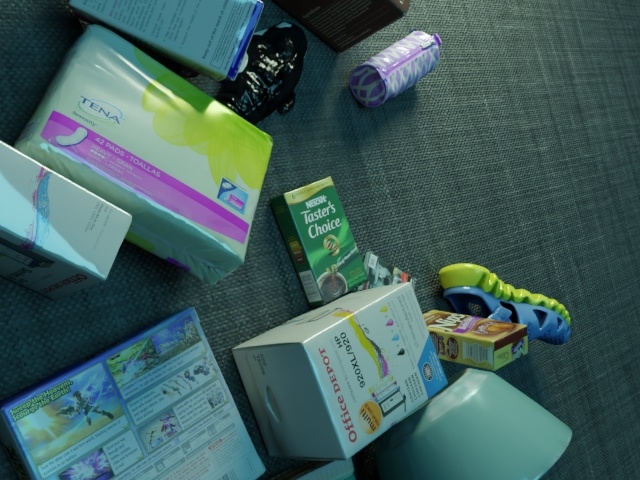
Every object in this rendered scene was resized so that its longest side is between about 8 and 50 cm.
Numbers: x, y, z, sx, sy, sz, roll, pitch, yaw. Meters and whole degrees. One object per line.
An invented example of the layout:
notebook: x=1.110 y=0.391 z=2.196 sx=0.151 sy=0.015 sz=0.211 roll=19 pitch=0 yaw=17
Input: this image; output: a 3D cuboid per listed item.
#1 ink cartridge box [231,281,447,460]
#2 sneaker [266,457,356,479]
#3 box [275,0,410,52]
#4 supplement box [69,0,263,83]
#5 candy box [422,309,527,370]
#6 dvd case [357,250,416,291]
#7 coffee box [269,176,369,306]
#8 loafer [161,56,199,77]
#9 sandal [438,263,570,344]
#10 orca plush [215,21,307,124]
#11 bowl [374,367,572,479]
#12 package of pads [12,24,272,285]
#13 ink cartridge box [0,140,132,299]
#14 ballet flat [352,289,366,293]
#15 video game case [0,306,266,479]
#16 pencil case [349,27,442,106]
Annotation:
ink cartridge box: x=0.029 y=0.185 z=1.078 sx=0.233 sy=0.168 sz=0.171 roll=-24 pitch=95 yaw=-42
sneaker: x=-0.053 y=0.384 z=0.997 sx=0.302 sy=0.108 sz=0.121 roll=-11 pitch=82 yaw=-43
box: x=0.033 y=-0.458 z=1.247 sx=0.203 sy=0.167 sz=0.168 roll=31 pitch=60 yaw=-31
supplement box: x=-0.202 y=-0.302 z=0.985 sx=0.220 sy=0.111 sz=0.114 roll=21 pitch=93 yaw=-18
candy box: x=0.233 y=0.161 z=1.241 sx=0.109 sy=0.187 sz=0.053 roll=-12 pitch=102 yaw=-46
dvd case: x=0.114 y=0.082 z=1.282 sx=0.119 sy=0.013 sz=0.087 roll=31 pitch=60 yaw=-32
coffee box: x=0.000 y=0.000 z=1.186 sx=0.113 sy=0.040 sz=0.184 roll=-22 pitch=94 yaw=-42
loafer: x=-0.207 y=-0.345 z=1.071 sx=0.076 sy=0.078 sz=0.223 roll=-12 pitch=87 yaw=-41
sandal: x=0.338 y=0.152 z=1.395 sx=0.317 sy=0.126 sz=0.138 roll=20 pitch=70 yaw=-27
orca plush: x=-0.092 y=-0.255 z=1.131 sx=0.287 sy=0.102 sz=0.151 roll=-38 pitch=104 yaw=-40
bowl: x=0.203 y=0.311 z=1.143 sx=0.311 sy=0.311 sz=0.163 roll=-28 pitch=78 yaw=-41
package of pads: x=-0.212 y=-0.111 z=0.954 sx=0.296 sy=0.101 sz=0.229 roll=31 pitch=47 yaw=-25
ink cartridge box: x=-0.340 y=-0.026 z=0.824 sx=0.212 sy=0.154 sz=0.093 roll=31 pitch=60 yaw=-31
ballet flat: x=0.110 y=0.162 z=1.216 sx=0.070 sy=0.070 sz=0.188 roll=-45 pitch=107 yaw=-38
video game case: x=-0.224 y=0.247 z=0.917 sx=0.269 sy=0.061 sz=0.244 roll=-28 pitch=98 yaw=-42
pencil case: x=0.140 y=-0.312 z=1.356 sx=0.206 sy=0.088 sz=0.086 roll=-41 pitch=104 yaw=-38
